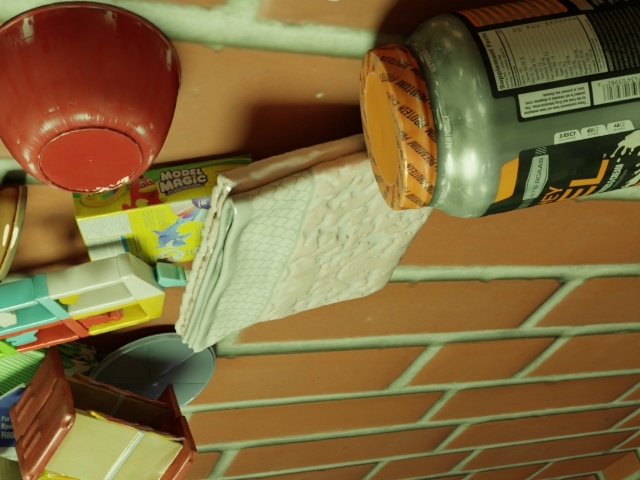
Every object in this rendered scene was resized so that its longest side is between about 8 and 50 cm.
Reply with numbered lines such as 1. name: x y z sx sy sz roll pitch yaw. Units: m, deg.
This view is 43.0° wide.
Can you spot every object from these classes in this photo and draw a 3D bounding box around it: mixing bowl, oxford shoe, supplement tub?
1. mixing bowl: -0.207 -0.106 0.716 0.181 0.098 0.181 -11 148 -7
2. oxford shoe: -0.368 0.009 0.853 0.076 0.076 0.212 22 134 -33
3. supplement tub: 0.207 -0.130 0.770 0.316 0.193 0.193 -11 148 -7

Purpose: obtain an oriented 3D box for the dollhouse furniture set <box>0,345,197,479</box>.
1. dollhouse furniture set: -0.361 0.352 1.095 0.201 0.152 0.374 30 100 -35

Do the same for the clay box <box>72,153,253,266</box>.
1. clay box: -0.150 -0.029 0.904 0.222 0.053 0.127 -11 151 -11

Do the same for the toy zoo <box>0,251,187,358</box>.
1. toy zoo: -0.298 0.079 0.930 0.293 0.030 0.192 -14 162 -7

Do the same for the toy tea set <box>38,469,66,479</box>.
1. toy tea set: -0.463 0.441 1.242 0.336 0.124 0.200 -28 160 8

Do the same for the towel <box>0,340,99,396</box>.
1. towel: -0.497 0.172 1.083 0.248 0.038 0.325 -31 146 25

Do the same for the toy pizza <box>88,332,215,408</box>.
1. toy pizza: -0.254 0.201 1.208 0.201 0.032 0.201 -18 139 -17

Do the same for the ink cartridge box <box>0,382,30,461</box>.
1. ink cartridge box: -0.439 0.322 1.271 0.330 0.071 0.324 -29 155 24

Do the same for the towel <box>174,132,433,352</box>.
1. towel: 0.000 0.000 0.952 0.317 0.053 0.332 -18 153 -28
